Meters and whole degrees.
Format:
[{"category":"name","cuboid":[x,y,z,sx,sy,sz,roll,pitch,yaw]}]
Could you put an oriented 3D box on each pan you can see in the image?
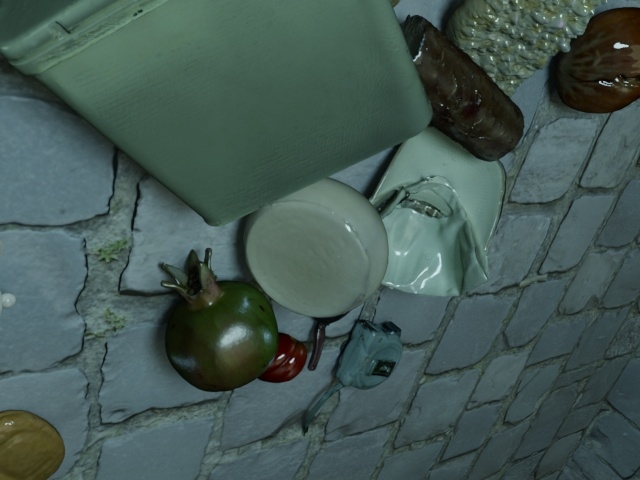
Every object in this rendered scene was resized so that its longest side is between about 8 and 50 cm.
[{"category":"pan","cuboid":[0.010,0.154,1.207,0.115,0.040,0.212,8,108,-43]}]

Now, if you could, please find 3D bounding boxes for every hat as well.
[{"category":"hat","cuboid":[0.188,-0.057,1.133,0.257,0.168,0.301,22,81,-8]}]

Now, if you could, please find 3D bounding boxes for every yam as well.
[{"category":"yam","cuboid":[0.206,-0.235,0.984,0.279,0.131,0.131,26,102,-37]}]

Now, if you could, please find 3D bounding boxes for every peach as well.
[{"category":"peach","cuboid":[-0.079,0.220,1.150,0.100,0.101,0.101,-21,131,-26]}]

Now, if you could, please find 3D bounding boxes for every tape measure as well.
[{"category":"tape measure","cuboid":[0.074,0.322,1.354,0.164,0.084,0.330,9,112,-38]}]

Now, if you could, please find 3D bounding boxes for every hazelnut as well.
[{"category":"hazelnut","cuboid":[0.558,-0.338,1.188,0.181,0.181,0.212,-40,152,-39]}]

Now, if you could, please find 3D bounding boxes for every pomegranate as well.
[{"category":"pomegranate","cuboid":[-0.164,0.122,0.959,0.181,0.181,0.224,-33,119,-15]}]

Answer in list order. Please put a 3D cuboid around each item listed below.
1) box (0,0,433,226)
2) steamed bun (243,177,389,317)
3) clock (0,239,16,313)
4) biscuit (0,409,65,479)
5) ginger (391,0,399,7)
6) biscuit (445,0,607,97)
[{"category":"box","cuboid":[-0.089,-0.211,0.685,0.352,0.177,0.344,-24,141,13]},{"category":"steamed bun","cuboid":[0.000,0.000,0.979,0.145,0.231,0.232,-54,157,-55]},{"category":"clock","cuboid":[-0.469,0.071,0.748,0.229,0.063,0.155,-48,140,4]},{"category":"biscuit","cuboid":[-0.562,0.402,0.927,0.376,0.051,0.269,-40,136,-7]},{"category":"ginger","cuboid":[0.049,-0.335,0.866,0.149,0.065,0.259,26,104,-44]},{"category":"biscuit","cuboid":[0.294,-0.333,0.967,0.179,0.084,0.281,13,158,-16]}]
